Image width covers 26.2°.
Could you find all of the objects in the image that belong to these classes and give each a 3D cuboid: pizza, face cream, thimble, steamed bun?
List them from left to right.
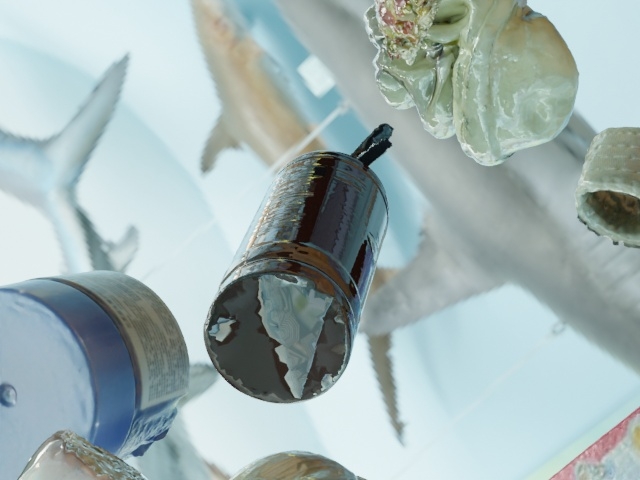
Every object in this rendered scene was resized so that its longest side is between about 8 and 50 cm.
[{"bbox_3d":[-0.307,0.165,1.645,0.249,0.249,0.225,53,-157,13],"label":"face cream"},{"bbox_3d":[0.092,-0.292,1.694,0.188,0.062,0.198,-118,16,-45],"label":"pizza"},{"bbox_3d":[0.197,-0.275,2.000,0.339,0.247,0.352,-141,28,-71],"label":"steamed bun"},{"bbox_3d":[0.332,-0.056,1.467,0.115,0.102,0.090,14,-124,10],"label":"thimble"}]

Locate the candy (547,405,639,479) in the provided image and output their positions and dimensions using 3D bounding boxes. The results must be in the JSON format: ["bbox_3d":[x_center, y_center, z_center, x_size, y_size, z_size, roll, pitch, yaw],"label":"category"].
[{"bbox_3d":[0.332,0.192,1.180,0.157,0.306,0.100,21,-147,-41],"label":"candy"}]

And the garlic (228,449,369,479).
[{"bbox_3d":[-0.008,0.429,1.805,0.322,0.241,0.322,-25,-90,-88],"label":"garlic"}]

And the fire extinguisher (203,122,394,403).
[{"bbox_3d":[0.000,0.000,1.159,0.114,0.135,0.337,44,-157,-11],"label":"fire extinguisher"}]

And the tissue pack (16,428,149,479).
[{"bbox_3d":[-0.247,0.301,1.151,0.124,0.271,0.201,34,172,-7],"label":"tissue pack"}]
